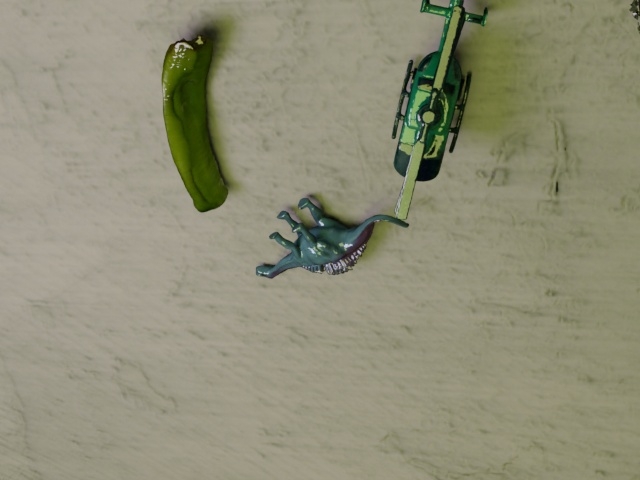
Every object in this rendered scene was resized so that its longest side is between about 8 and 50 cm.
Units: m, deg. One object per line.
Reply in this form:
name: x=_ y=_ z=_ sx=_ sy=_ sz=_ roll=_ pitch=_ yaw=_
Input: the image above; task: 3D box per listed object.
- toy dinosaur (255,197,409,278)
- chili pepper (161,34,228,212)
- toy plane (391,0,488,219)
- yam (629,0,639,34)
toy dinosaur: x=0.000 y=0.000 z=1.490 sx=0.197 sy=0.045 sz=0.080 roll=-20 pitch=129 yaw=38
chili pepper: x=-0.123 y=-0.115 z=1.446 sx=0.052 sy=0.050 sz=0.201 roll=-17 pitch=131 yaw=-16
toy plane: x=0.100 y=-0.138 z=1.323 sx=0.060 sy=0.096 sz=0.235 roll=15 pitch=111 yaw=5
yam: x=0.305 y=-0.241 z=1.117 sx=0.202 sy=0.201 sz=0.271 roll=-3 pitch=130 yaw=23
